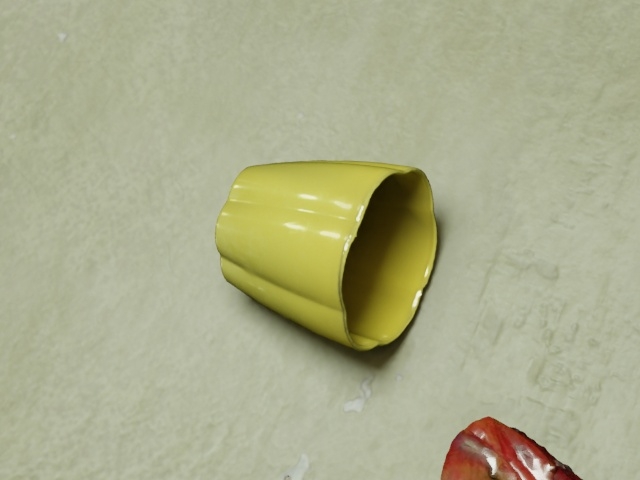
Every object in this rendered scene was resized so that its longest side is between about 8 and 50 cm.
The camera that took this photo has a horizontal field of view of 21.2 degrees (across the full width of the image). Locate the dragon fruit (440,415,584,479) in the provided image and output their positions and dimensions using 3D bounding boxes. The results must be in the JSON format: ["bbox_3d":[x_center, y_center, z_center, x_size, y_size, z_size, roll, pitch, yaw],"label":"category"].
[{"bbox_3d":[0.186,0.365,1.509,0.329,0.228,0.286,-48,49,-7],"label":"dragon fruit"}]

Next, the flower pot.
[{"bbox_3d":[0.000,0.000,1.755,0.179,0.195,0.195,15,73,30],"label":"flower pot"}]
